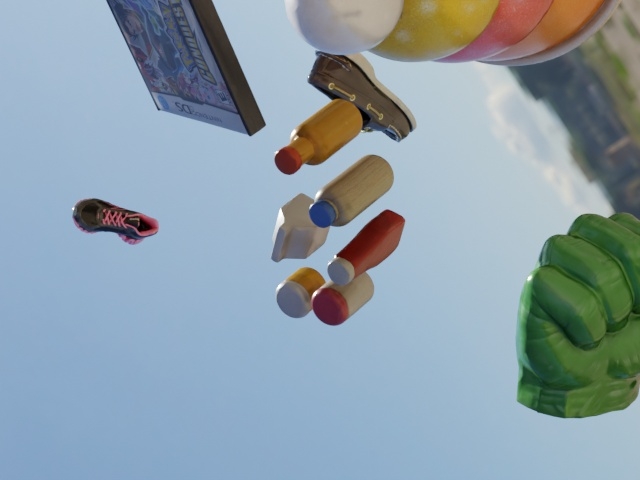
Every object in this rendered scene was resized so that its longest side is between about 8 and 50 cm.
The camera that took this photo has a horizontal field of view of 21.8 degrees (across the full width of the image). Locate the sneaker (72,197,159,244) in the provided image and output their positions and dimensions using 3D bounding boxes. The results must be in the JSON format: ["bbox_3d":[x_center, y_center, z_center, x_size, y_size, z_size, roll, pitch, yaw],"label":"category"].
[{"bbox_3d":[-0.252,-0.026,2.067,0.119,0.057,0.047,14,-102,-41],"label":"sneaker"}]

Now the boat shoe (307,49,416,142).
[{"bbox_3d":[0.051,-0.181,2.157,0.081,0.069,0.228,27,171,37],"label":"boat shoe"}]

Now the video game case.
[{"bbox_3d":[-0.207,-0.285,2.338,0.248,0.035,0.275,20,141,50],"label":"video game case"}]

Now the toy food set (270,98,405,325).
[{"bbox_3d":[0.000,0.000,1.504,0.111,0.232,0.104,31,-140,18],"label":"toy food set"}]

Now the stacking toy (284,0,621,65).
[{"bbox_3d":[0.114,-0.296,1.776,0.351,0.350,0.480,56,-143,-5],"label":"stacking toy"}]

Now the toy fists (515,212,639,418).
[{"bbox_3d":[0.268,0.043,1.277,0.096,0.279,0.142,27,122,55],"label":"toy fists"}]
